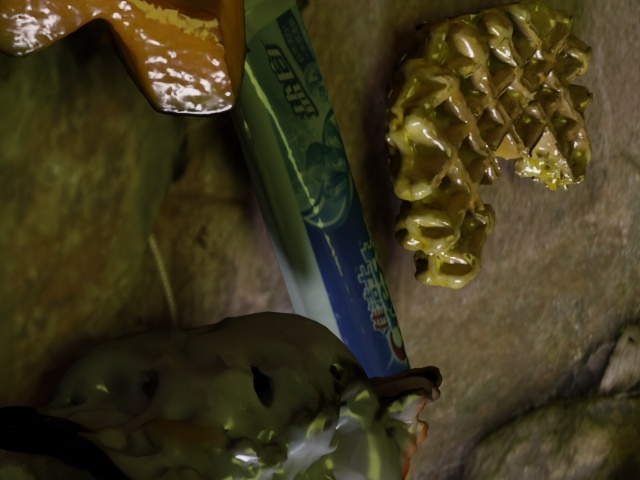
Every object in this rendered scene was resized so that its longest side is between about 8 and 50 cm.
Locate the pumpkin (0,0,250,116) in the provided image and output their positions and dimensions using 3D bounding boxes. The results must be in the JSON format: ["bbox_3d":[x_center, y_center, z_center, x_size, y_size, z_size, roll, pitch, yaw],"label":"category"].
[{"bbox_3d":[-0.098,-0.180,0.437,0.149,0.130,0.254,-95,180,-49],"label":"pumpkin"}]

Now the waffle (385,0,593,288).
[{"bbox_3d":[0.099,-0.061,0.698,0.194,0.051,0.149,-22,113,-49],"label":"waffle"}]

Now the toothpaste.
[{"bbox_3d":[0.001,-0.001,0.607,0.069,0.047,0.268,-30,116,-26],"label":"toothpaste"}]

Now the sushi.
[{"bbox_3d":[-0.093,0.114,0.459,0.332,0.124,0.130,-15,115,-44],"label":"sushi"}]
